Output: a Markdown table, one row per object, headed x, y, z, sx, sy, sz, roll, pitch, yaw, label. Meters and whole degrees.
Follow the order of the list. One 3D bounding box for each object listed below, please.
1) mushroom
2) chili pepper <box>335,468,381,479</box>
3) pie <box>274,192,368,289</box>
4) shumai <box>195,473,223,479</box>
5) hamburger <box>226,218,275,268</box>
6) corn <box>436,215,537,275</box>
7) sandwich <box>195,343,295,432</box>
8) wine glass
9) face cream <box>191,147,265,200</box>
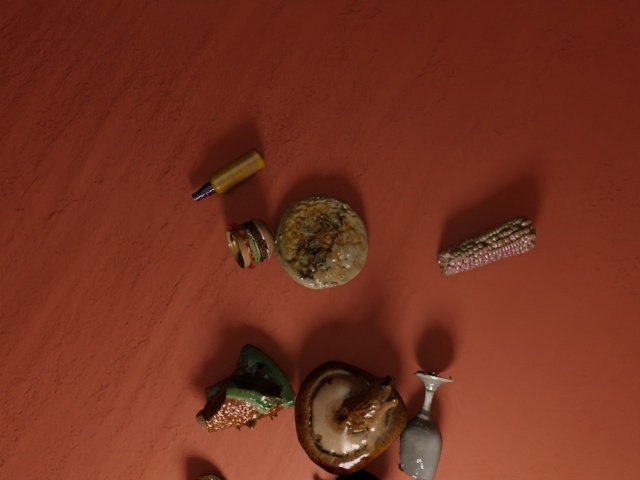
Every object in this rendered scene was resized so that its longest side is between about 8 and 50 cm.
| x | y | z | sx | sy | sz | roll | pitch | yaw | label |
| --- | --- | --- | --- | --- | --- | --- | --- | --- | --- |
| 0.081 | 0.515 | 1.727 | 0.345 | 0.260 | 0.346 | -2 | 69 | 5 | mushroom |
| 0.099 | 0.771 | 1.724 | 0.165 | 0.261 | 0.174 | -36 | 117 | -31 | chili pepper |
| 0.000 | 0.000 | 1.932 | 0.339 | 0.077 | 0.339 | 0 | 79 | 2 | pie |
| -0.355 | 0.790 | 1.776 | 0.105 | 0.139 | 0.123 | -2 | 44 | 32 | shumai |
| -0.224 | 0.004 | 1.899 | 0.136 | 0.175 | 0.175 | -26 | 78 | -18 | hamburger |
| 0.546 | 0.019 | 1.894 | 0.335 | 0.126 | 0.127 | -19 | 78 | 2 | corn |
| -0.255 | 0.478 | 1.787 | 0.301 | 0.162 | 0.250 | -37 | 66 | -7 | sandwich |
| 0.323 | 0.564 | 1.769 | 0.143 | 0.143 | 0.321 | 13 | 79 | 5 | wine glass |
| -0.323 | -0.218 | 1.989 | 0.273 | 0.078 | 0.078 | -34 | 79 | -5 | face cream |
